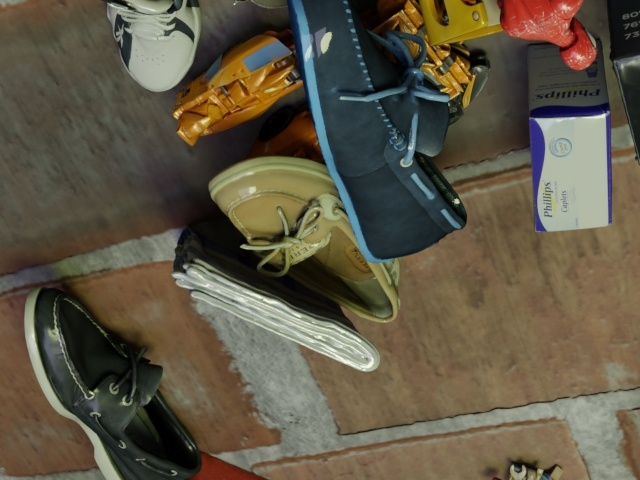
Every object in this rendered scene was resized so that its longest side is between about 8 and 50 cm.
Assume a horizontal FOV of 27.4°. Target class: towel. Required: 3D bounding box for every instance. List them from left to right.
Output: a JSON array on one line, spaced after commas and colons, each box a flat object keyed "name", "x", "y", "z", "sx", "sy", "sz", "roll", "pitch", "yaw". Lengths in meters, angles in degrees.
[{"name": "towel", "x": -0.050, "y": 0.053, "z": 1.314, "sx": 0.209, "sy": 0.285, "sz": 0.034, "roll": 25, "pitch": 94, "yaw": -8}]

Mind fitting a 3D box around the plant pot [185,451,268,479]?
[{"name": "plant pot", "x": -0.111, "y": 0.473, "z": 1.646, "sx": 0.267, "sy": 0.235, "sz": 0.267, "roll": 25, "pitch": 126, "yaw": -9}]

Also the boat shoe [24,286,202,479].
[{"name": "boat shoe", "x": -0.227, "y": 0.175, "z": 1.510, "sx": 0.113, "sy": 0.127, "sz": 0.340, "roll": -9, "pitch": 126, "yaw": 15}]

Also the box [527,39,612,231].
[{"name": "box", "x": 0.230, "y": -0.098, "z": 1.217, "sx": 0.072, "sy": 0.137, "sz": 0.126, "roll": -3, "pitch": 126, "yaw": 11}]

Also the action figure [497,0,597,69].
[{"name": "action figure", "x": 0.159, "y": -0.271, "z": 1.034, "sx": 0.091, "sy": 0.139, "sz": 0.280, "roll": -12, "pitch": 113, "yaw": 56}]

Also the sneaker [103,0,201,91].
[{"name": "sneaker", "x": -0.162, "y": -0.214, "z": 1.185, "sx": 0.094, "sy": 0.153, "sz": 0.235, "roll": 14, "pitch": 128, "yaw": 1}]

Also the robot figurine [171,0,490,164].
[{"name": "robot figurine", "x": 0.015, "y": -0.145, "z": 1.249, "sx": 0.291, "sy": 0.085, "sz": 0.211, "roll": -27, "pitch": 124, "yaw": 26}]

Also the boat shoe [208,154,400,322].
[{"name": "boat shoe", "x": 0.000, "y": 0.000, "z": 1.288, "sx": 0.105, "sy": 0.089, "sz": 0.285, "roll": -26, "pitch": 148, "yaw": 27}]

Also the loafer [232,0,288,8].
[{"name": "loafer", "x": -0.020, "y": -0.245, "z": 1.104, "sx": 0.094, "sy": 0.251, "sz": 0.087, "roll": -24, "pitch": 106, "yaw": -22}]

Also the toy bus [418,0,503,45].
[{"name": "toy bus", "x": 0.120, "y": -0.265, "z": 1.126, "sx": 0.191, "sy": 0.202, "sz": 0.104, "roll": 37, "pitch": 155, "yaw": -26}]

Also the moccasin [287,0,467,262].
[{"name": "moccasin", "x": 0.056, "y": -0.113, "z": 1.143, "sx": 0.117, "sy": 0.137, "sz": 0.342, "roll": -14, "pitch": 148, "yaw": 7}]

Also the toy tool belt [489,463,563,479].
[{"name": "toy tool belt", "x": 0.244, "y": 0.284, "z": 1.567, "sx": 0.083, "sy": 0.052, "sz": 0.051, "roll": 16, "pitch": 97, "yaw": -7}]

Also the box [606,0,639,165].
[{"name": "box", "x": 0.324, "y": -0.173, "z": 1.100, "sx": 0.153, "sy": 0.207, "sz": 0.108, "roll": -11, "pitch": 124, "yaw": 19}]
